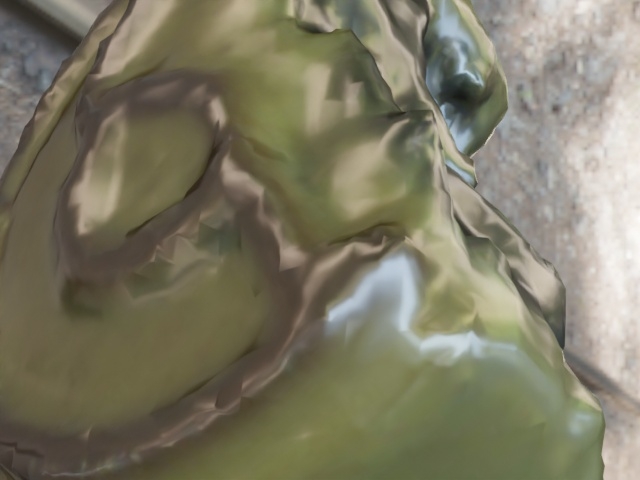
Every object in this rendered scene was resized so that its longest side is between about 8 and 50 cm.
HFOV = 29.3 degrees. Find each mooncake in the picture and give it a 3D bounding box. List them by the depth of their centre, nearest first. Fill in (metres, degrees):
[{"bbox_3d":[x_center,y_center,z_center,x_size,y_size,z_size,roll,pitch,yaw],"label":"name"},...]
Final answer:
[{"bbox_3d":[0.000,0.000,0.631,0.246,0.394,0.393,45,73,-35],"label":"mooncake"}]
